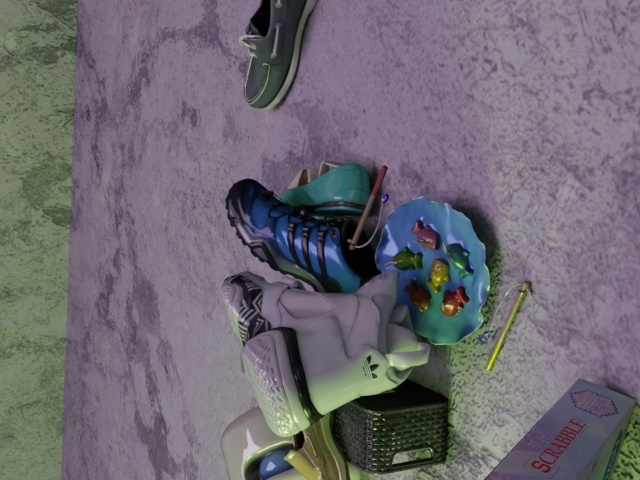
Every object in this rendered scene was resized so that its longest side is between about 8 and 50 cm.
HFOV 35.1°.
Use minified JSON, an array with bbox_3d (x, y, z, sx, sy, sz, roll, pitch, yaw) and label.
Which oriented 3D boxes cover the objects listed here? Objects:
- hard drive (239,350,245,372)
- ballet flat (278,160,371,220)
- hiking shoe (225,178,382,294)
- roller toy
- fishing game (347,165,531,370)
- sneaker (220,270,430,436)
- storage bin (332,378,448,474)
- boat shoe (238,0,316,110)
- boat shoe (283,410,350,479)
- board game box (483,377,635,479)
[{"bbox_3d":[-0.121,0.167,1.811,0.094,0.022,0.135,-17,77,62],"label":"hard drive"},{"bbox_3d":[0.001,-0.071,1.506,0.247,0.083,0.087,-11,69,59],"label":"ballet flat"},{"bbox_3d":[0.000,0.000,1.418,0.304,0.113,0.132,42,121,13],"label":"hiking shoe"},{"bbox_3d":[-0.043,0.329,1.490,0.209,0.191,0.146,-56,45,49],"label":"roller toy"},{"bbox_3d":[0.128,0.040,1.237,0.264,0.041,0.189,46,132,30],"label":"fishing game"},{"bbox_3d":[0.000,0.113,1.286,0.366,0.210,0.138,-129,23,-69],"label":"sneaker"},{"bbox_3d":[0.074,0.233,1.331,0.180,0.122,0.085,14,104,62],"label":"storage bin"},{"bbox_3d":[-0.085,-0.344,1.614,0.116,0.099,0.319,64,145,36],"label":"boat shoe"},{"bbox_3d":[-0.014,0.275,1.291,0.068,0.072,0.190,-52,48,53],"label":"boat shoe"},{"bbox_3d":[0.178,0.329,0.945,0.065,0.318,0.319,22,115,27],"label":"board game box"}]
